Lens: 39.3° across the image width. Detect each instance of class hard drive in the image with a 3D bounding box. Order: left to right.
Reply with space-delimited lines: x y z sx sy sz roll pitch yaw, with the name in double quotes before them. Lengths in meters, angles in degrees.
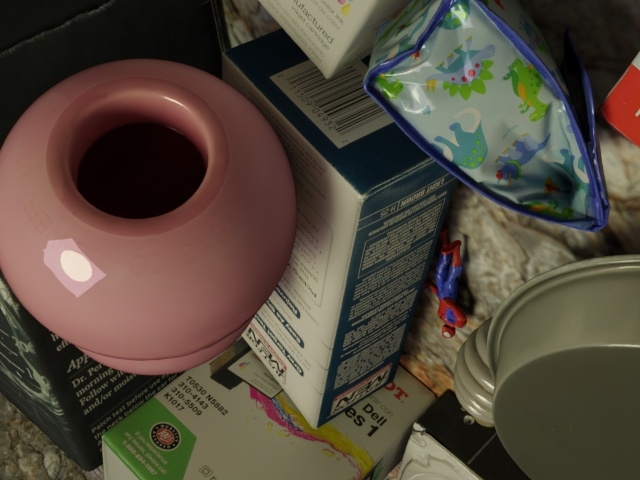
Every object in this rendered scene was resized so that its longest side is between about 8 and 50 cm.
"hard drive" 0.220 0.327 0.896 0.339 0.064 0.237 37 147 22

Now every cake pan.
"cake pan" 0.241 0.127 0.576 0.293 0.054 0.293 20 145 15

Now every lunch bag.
"lunch bag" 0.107 -0.082 0.519 0.151 0.129 0.096 44 114 -12

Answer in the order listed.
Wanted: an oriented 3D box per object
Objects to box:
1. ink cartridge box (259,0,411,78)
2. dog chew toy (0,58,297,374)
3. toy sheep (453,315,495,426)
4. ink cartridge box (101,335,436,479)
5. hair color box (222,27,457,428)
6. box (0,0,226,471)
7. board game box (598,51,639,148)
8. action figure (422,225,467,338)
"ink cartridge box" 0.020 -0.226 0.543 0.154 0.093 0.212 50 148 4
"dog chew toy" -0.128 0.009 0.689 0.206 0.206 0.332 45 160 11
"toy sheep" 0.153 0.106 0.729 0.091 0.091 0.132 37 132 23
"ink cartridge box" -0.049 0.203 0.914 0.201 0.278 0.117 39 145 21
"hair color box" 0.000 0.000 0.778 0.174 0.105 0.347 49 151 26
"box" -0.333 -0.096 0.969 0.480 0.297 0.471 28 141 34
"board game box" 0.308 -0.065 0.331 0.308 0.086 0.302 43 149 14
"action figure" 0.108 0.043 0.772 0.038 0.030 0.115 45 156 46
